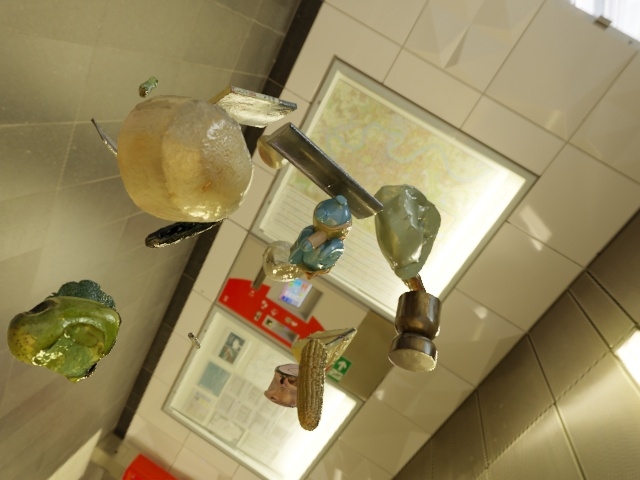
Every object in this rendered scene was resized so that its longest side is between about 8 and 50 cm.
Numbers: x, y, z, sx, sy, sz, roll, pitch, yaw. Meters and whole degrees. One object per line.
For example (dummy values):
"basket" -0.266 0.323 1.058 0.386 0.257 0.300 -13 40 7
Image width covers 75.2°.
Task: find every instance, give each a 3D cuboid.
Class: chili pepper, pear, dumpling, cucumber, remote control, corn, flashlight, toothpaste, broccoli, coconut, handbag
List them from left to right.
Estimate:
"pear" -0.764 0.269 1.244 0.238 0.163 0.255 -53 135 -17
"broccoli" -0.967 0.284 1.641 0.270 0.270 0.270 -41 -174 33
"toothpaste" -0.704 -0.304 1.455 0.069 0.099 0.282 -60 166 -20
"chili pepper" -0.668 -0.585 1.599 0.202 0.050 0.052 -101 -165 -56
"coconut" -0.410 -0.245 1.268 0.344 0.415 0.416 -32 158 -45
"cucumber" -0.472 -0.046 1.477 0.303 0.081 0.072 -32 136 -32
"flashlight" -0.470 0.374 1.549 0.018 0.018 0.083 -88 168 -48
"dumpling" -0.111 0.093 1.605 0.243 0.226 0.175 -102 -156 -56
"handbag" -0.100 0.537 1.543 0.205 0.179 0.117 20 84 -51
"corn" -0.027 0.465 1.349 0.101 0.101 0.292 118 -19 -44
"remote control" 0.020 -0.181 1.158 0.107 0.377 0.044 -14 -132 47
"dumpling" 0.302 -0.046 1.570 0.270 0.211 0.321 -50 146 -25

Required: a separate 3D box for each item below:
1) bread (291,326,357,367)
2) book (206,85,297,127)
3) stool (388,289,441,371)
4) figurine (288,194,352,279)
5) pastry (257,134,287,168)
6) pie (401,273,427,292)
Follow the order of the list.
"bread" 0.021 0.490 2.017 0.263 0.198 0.236 -17 151 -50
"book" -0.364 -0.664 2.101 0.299 0.039 0.427 -13 174 42
"stool" 0.373 0.350 1.624 0.179 0.179 0.264 117 -5 -52
"figurine" -0.001 -0.003 1.174 0.180 0.153 0.262 -58 168 -39
"pastry" -0.201 -0.377 1.754 0.092 0.156 0.156 -45 171 -21
"pie" 0.430 0.145 2.025 0.085 0.309 0.308 -24 -173 18
